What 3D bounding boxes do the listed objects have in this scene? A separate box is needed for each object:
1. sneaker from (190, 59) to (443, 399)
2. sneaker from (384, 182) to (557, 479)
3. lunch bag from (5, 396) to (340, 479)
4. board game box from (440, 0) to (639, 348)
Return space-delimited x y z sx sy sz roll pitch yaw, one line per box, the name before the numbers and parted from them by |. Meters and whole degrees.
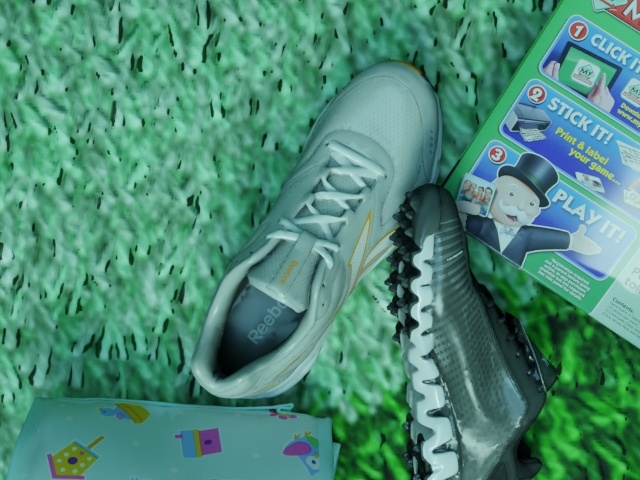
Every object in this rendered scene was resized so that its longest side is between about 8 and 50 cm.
sneaker | 0.000 0.000 0.904 0.099 0.121 0.262 29 96 6
sneaker | 0.103 0.071 0.908 0.106 0.078 0.234 -8 107 -6
lunch bag | -0.101 0.227 0.896 0.223 0.160 0.262 3 57 1
board game box | 0.256 -0.021 0.868 0.317 0.046 0.213 34 117 5
